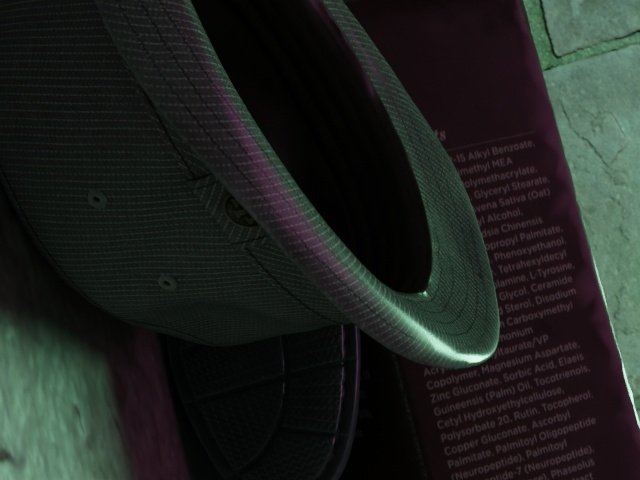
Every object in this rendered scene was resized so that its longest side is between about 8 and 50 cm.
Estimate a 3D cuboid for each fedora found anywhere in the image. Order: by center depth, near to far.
[{"bbox_3d":[-0.048,-0.040,0.683,0.275,0.124,0.244,46,23,-37],"label":"fedora"}]

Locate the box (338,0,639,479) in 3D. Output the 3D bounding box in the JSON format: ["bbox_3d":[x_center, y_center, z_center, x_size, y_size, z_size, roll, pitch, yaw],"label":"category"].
[{"bbox_3d":[0.059,0.068,0.886,0.191,0.143,0.381,-22,-97,66],"label":"box"}]

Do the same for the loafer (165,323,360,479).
[{"bbox_3d":[-0.036,0.003,0.815,0.084,0.096,0.267,52,22,-78],"label":"loafer"}]
